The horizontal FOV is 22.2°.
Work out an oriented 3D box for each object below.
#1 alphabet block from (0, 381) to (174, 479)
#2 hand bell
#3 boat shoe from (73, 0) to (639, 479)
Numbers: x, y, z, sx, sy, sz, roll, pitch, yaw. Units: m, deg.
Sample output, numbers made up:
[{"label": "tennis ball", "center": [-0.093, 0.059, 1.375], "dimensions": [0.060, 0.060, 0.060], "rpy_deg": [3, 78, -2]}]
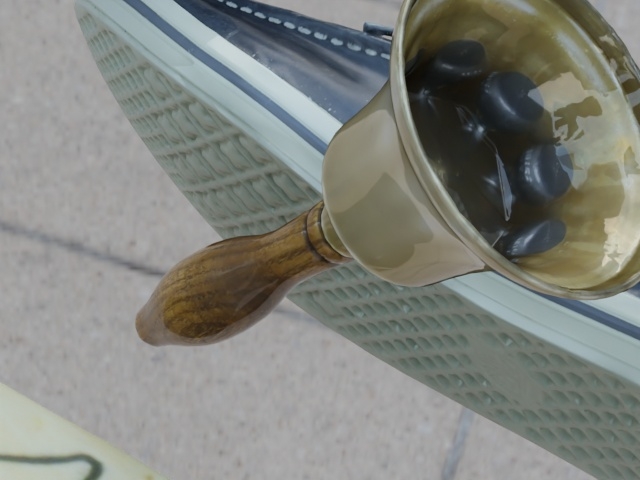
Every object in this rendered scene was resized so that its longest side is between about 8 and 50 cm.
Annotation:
[{"label": "alphabet block", "center": [-0.191, 0.175, 0.691], "dimensions": [0.197, 0.193, 0.192], "rpy_deg": [29, 31, 5]}, {"label": "hand bell", "center": [0.000, 0.000, 0.621], "dimensions": [0.126, 0.242, 0.126], "rpy_deg": [19, 59, -34]}, {"label": "boat shoe", "center": [0.082, -0.022, 0.827], "dimensions": [0.500, 0.187, 0.156], "rpy_deg": [30, 67, 26]}]
